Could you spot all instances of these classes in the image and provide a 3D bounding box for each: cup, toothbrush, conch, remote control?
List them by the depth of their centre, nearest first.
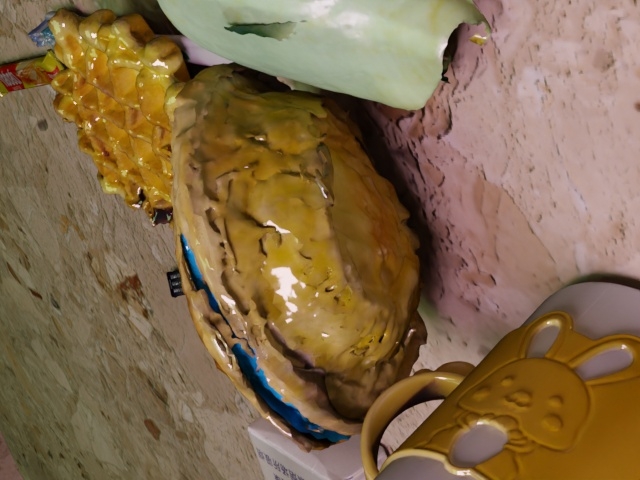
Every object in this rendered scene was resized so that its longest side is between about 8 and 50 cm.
[{"bbox_3d":[0.116,0.146,0.713,0.241,0.226,0.186,18,132,44],"label":"cup"},{"bbox_3d":[-0.008,-0.162,0.779,0.250,0.137,0.143,35,121,9],"label":"conch"},{"bbox_3d":[-0.171,-0.192,1.110,0.418,0.040,0.042,16,148,50],"label":"toothbrush"},{"bbox_3d":[-0.150,0.045,1.323,0.091,0.016,0.034,-12,90,63],"label":"remote control"}]

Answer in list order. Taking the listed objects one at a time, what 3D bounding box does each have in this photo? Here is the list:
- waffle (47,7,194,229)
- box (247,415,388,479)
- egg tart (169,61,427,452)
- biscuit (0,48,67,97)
[{"bbox_3d":[-0.147,-0.086,1.102,0.309,0.065,0.283,56,153,-5],"label":"waffle"},{"bbox_3d":[0.024,0.302,1.206,0.168,0.071,0.259,19,131,52],"label":"box"},{"bbox_3d":[0.000,0.000,0.810,0.107,0.291,0.291,-23,97,25],"label":"egg tart"},{"bbox_3d":[-0.357,-0.203,1.435,0.048,0.026,0.292,50,159,-23],"label":"biscuit"}]
